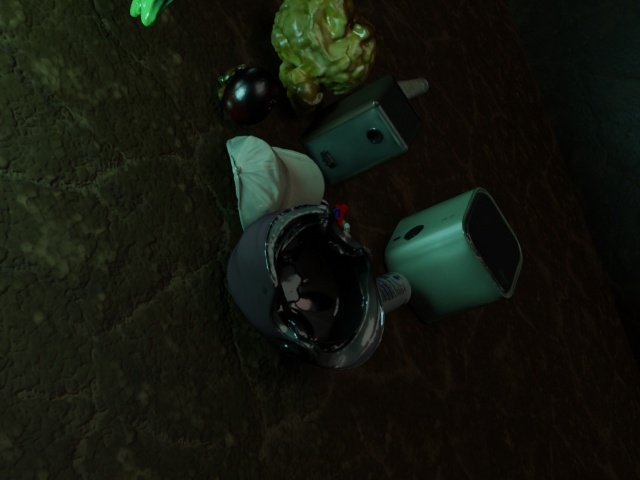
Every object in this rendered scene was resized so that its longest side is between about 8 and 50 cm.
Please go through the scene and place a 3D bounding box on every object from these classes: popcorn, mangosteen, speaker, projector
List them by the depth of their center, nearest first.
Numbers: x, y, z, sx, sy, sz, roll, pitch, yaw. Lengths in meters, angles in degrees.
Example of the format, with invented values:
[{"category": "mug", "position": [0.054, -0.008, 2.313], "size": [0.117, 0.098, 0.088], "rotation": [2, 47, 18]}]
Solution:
[{"category": "mangosteen", "position": [-0.160, -0.316, 1.531], "size": [0.140, 0.140, 0.140], "rotation": [28, 51, -42]}, {"category": "speaker", "position": [0.101, -0.265, 1.729], "size": [0.153, 0.231, 0.192], "rotation": [53, 38, -19]}, {"category": "popcorn", "position": [0.004, -0.455, 1.733], "size": [0.265, 0.225, 0.332], "rotation": [18, 79, -31]}, {"category": "projector", "position": [0.348, 0.040, 1.870], "size": [0.248, 0.249, 0.248], "rotation": [54, 38, -17]}]

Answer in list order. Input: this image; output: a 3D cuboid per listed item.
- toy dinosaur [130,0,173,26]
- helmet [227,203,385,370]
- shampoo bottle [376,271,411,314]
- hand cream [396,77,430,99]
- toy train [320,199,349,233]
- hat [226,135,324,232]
[{"category": "toy dinosaur", "position": [-0.281, -0.683, 1.321], "size": [0.374, 0.500, 0.144], "rotation": [45, 15, 31]}, {"category": "helmet", "position": [-0.043, 0.093, 1.383], "size": [0.338, 0.197, 0.271], "rotation": [53, 51, -29]}, {"category": "shampoo bottle", "position": [0.099, 0.146, 1.629], "size": [0.303, 0.092, 0.092], "rotation": [-19, 87, -54]}, {"category": "hand cream", "position": [0.269, -0.464, 2.215], "size": [0.234, 0.050, 0.080], "rotation": [-26, 94, -50]}, {"category": "toy train", "position": [0.000, 0.000, 1.588], "size": [0.131, 0.083, 0.204], "rotation": [34, 47, -35]}, {"category": "hat", "position": [-0.083, -0.125, 1.484], "size": [0.226, 0.164, 0.219], "rotation": [-9, 77, -19]}]
